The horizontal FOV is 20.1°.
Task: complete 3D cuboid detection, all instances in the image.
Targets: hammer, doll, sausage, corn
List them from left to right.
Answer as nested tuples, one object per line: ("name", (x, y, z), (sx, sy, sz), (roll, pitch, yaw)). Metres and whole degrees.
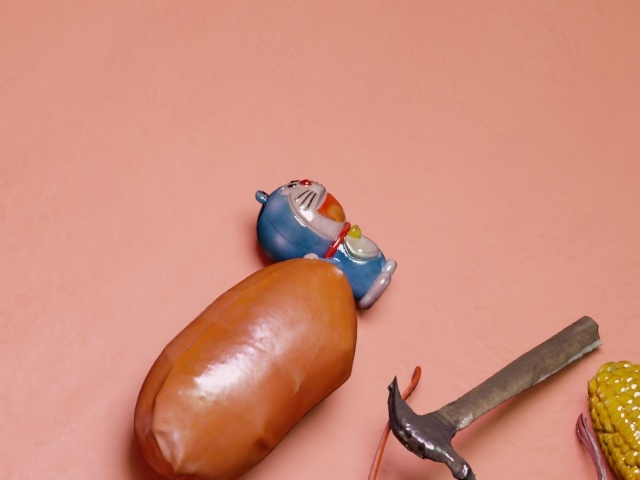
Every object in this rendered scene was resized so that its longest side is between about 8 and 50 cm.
("sausage", (-0.064, 0.110, 1.578), (0.133, 0.133, 0.258), (41, 56, 11))
("doll", (0.000, 0.000, 1.702), (0.152, 0.085, 0.114), (38, 23, -2))
("hammer", (0.174, 0.131, 1.662), (0.125, 0.027, 0.297), (41, 41, 24))
("corn", (0.331, 0.233, 1.626), (0.102, 0.102, 0.313), (-7, 43, -22))

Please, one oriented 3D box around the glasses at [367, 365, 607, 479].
("glasses", (0.151, 0.220, 1.582), (0.234, 0.118, 0.268), (15, 53, -5))
